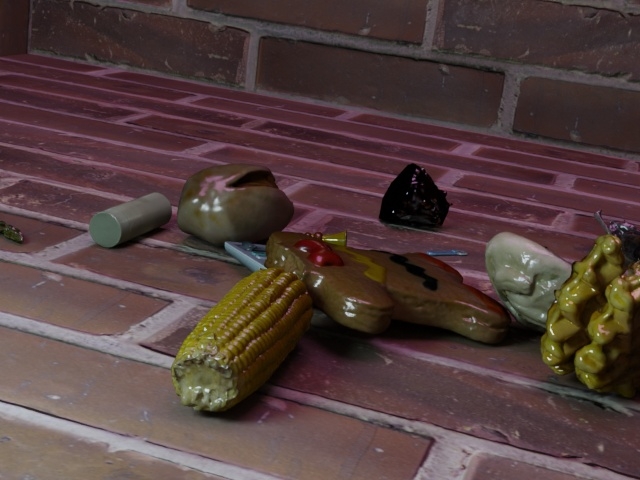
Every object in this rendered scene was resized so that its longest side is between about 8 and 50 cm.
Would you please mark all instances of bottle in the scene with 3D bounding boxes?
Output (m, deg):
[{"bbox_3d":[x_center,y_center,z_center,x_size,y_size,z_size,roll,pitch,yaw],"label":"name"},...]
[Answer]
[{"bbox_3d":[-0.365,-0.041,2.047,0.072,0.072,0.201,13,16,18],"label":"bottle"}]

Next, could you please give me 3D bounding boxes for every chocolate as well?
[{"bbox_3d":[0.228,-0.081,2.404,0.133,0.156,0.156,31,12,-13],"label":"chocolate"}]

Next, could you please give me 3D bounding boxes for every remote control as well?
[{"bbox_3d":[-0.074,0.056,1.876,0.103,0.051,0.293,7,13,-29],"label":"remote control"}]

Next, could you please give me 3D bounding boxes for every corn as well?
[{"bbox_3d":[-0.100,0.133,1.468,0.131,0.131,0.344,11,19,11],"label":"corn"}]

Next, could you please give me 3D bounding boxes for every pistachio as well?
[{"bbox_3d":[-0.169,-0.063,2.088,0.288,0.197,0.166,1,56,-61],"label":"pistachio"}]

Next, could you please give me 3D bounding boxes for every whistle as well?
[{"bbox_3d":[0.002,-0.005,2.145,0.109,0.046,0.057,4,30,10],"label":"whistle"}]

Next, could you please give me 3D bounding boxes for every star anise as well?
[{"bbox_3d":[0.714,0.016,2.314,0.262,0.081,0.230,23,19,12],"label":"star anise"}]

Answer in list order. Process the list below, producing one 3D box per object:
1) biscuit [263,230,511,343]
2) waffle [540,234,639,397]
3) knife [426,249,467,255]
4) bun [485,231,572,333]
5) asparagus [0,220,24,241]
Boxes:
[{"bbox_3d":[0.112,0.067,1.769,0.394,0.076,0.368,11,14,-24],"label":"biscuit"},{"bbox_3d":[0.483,0.101,1.581,0.324,0.261,0.151,-7,42,-32],"label":"waffle"},{"bbox_3d":[0.264,0.025,2.213,0.096,0.010,0.027,-1,18,-28],"label":"knife"},{"bbox_3d":[0.366,0.090,1.756,0.237,0.116,0.210,40,-6,19],"label":"bun"},{"bbox_3d":[-0.634,-0.033,1.977,0.236,0.027,0.034,16,23,26],"label":"asparagus"}]
